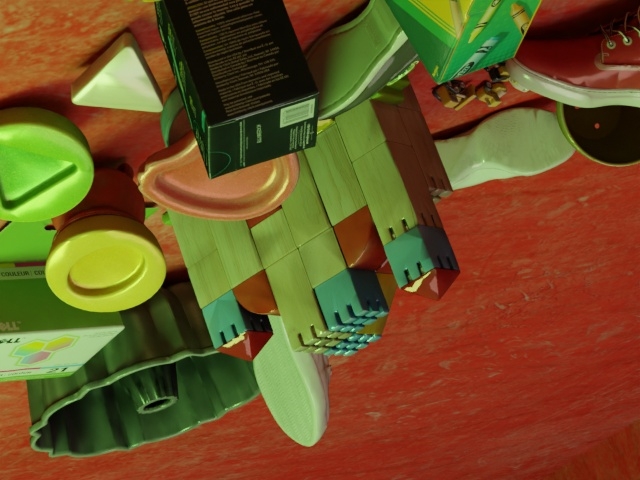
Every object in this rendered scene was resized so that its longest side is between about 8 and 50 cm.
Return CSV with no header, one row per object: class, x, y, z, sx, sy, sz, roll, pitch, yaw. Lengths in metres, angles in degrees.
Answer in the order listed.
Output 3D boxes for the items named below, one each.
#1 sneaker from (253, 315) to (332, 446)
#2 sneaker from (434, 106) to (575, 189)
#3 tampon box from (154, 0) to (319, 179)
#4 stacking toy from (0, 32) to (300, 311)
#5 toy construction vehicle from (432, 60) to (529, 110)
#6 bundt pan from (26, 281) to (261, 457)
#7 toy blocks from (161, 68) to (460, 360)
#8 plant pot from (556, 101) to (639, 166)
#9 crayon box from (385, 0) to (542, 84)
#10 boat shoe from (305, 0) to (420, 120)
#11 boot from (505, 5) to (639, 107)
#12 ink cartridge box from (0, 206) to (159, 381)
sneaker,0.001,0.097,2.356,0.169,0.108,0.292,-36,132,-33
sneaker,0.191,-0.099,2.289,0.212,0.080,0.094,-13,172,0
tampon box,-0.075,-0.159,1.718,0.101,0.161,0.120,-18,162,-8
stacking toy,-0.194,-0.098,1.926,0.309,0.130,0.279,-31,132,22
toy construction vehicle,0.184,-0.164,2.142,0.086,0.035,0.098,-34,156,34
bundt pan,-0.220,0.151,2.457,0.331,0.124,0.331,-17,161,-6
toy blocks,0.000,0.000,2.064,0.381,0.261,0.191,-32,157,31
plant pot,0.318,-0.149,2.207,0.134,0.134,0.095,-16,-176,-11
crayon box,0.116,-0.268,1.513,0.081,0.165,0.278,-21,158,-22
boat shoe,0.058,-0.184,1.898,0.069,0.081,0.228,3,148,-40
boot,0.324,-0.228,2.072,0.244,0.088,0.176,4,129,-17
ink cartridge box,-0.304,0.062,2.181,0.189,0.097,0.255,-2,155,-41
